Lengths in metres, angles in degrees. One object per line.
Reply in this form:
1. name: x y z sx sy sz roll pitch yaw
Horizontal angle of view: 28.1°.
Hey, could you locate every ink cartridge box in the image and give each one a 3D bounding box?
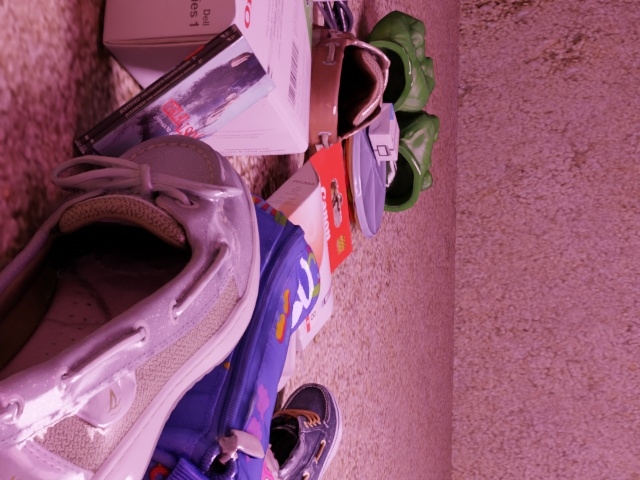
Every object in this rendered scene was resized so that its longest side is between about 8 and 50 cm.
1. ink cartridge box: 0.000 0.000 1.239 0.179 0.045 0.145 -44 136 -46
2. ink cartridge box: -0.070 -0.169 0.903 0.219 0.092 0.160 52 38 -70
3. ink cartridge box: 0.083 -0.135 1.639 0.083 0.028 0.048 66 27 -62

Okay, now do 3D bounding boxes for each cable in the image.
1. cable: 0.000 -0.231 1.364 0.150 0.047 0.184 -78 164 -46

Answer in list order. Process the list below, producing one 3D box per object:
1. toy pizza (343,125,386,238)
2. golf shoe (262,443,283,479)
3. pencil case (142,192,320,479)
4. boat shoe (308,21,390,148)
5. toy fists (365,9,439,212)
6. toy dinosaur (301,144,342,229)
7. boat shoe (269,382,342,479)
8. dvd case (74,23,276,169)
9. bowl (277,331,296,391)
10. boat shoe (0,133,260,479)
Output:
1. toy pizza: 0.054 -0.102 1.653 0.201 0.032 0.201 0 90 -77
2. golf shoe: -0.078 0.161 0.955 0.086 0.067 0.186 -32 126 -45
3. pencil case: -0.076 0.082 0.776 0.119 0.133 0.306 53 25 -19
4. boat shoe: 0.004 -0.135 1.165 0.324 0.116 0.123 -47 140 -69
5. toy fists: 0.114 -0.183 1.798 0.142 0.096 0.279 -71 156 -61
6. toy dinosaur: -0.008 -0.058 1.301 0.092 0.053 0.183 51 40 -70
7. boat shoe: -0.021 0.179 1.187 0.183 0.065 0.083 -74 161 -52
8. dvd case: -0.087 -0.079 0.796 0.013 0.119 0.087 55 0 19
9. bowl: -0.055 0.068 1.070 0.142 0.053 0.142 34 57 -78
10. boat shoe: -0.111 0.025 0.655 0.320 0.118 0.103 -62 155 -53
